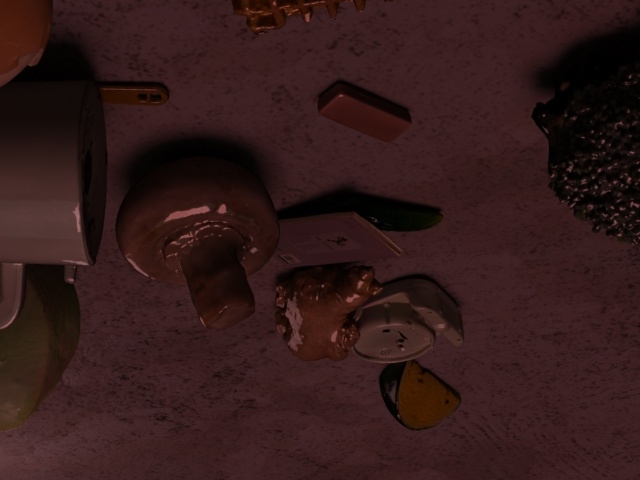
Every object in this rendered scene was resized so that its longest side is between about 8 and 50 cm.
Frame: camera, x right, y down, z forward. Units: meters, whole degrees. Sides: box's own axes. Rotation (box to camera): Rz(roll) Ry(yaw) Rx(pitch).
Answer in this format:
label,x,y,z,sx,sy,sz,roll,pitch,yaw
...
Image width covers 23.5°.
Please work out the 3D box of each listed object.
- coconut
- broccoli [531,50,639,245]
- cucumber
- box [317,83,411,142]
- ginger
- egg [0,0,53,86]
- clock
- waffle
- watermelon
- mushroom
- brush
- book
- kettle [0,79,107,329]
label,x,y,z,sx,sy,sz,roll,pitch,yaw
coconut,-0.456,0.105,1.883,0.328,0.328,0.281,18,104,-33
broccoli,0.377,-0.126,1.781,0.247,0.263,0.243,21,-176,20
cucumber,0.083,-0.032,2.001,0.168,0.039,0.039,8,147,-24
box,0.052,-0.151,1.809,0.115,0.025,0.048,19,137,-34
ginger,0.002,0.089,2.140,0.137,0.074,0.213,21,144,-1
egg,-0.356,-0.239,1.437,0.201,0.201,0.244,-5,137,0
clock,0.103,0.126,2.243,0.191,0.062,0.151,-19,147,23
waffle,0.001,-0.266,1.588,0.161,0.046,0.192,22,141,-36
watermelon,0.151,0.260,2.462,0.092,0.075,0.181,-23,144,21
mushroom,-0.149,0.005,1.888,0.206,0.209,0.206,1,175,0
brush,-0.281,-0.168,1.744,0.218,0.010,0.082,0,149,-8
book,0.000,0.000,2.025,0.182,0.014,0.127,-7,151,32
kettle,-0.402,-0.053,1.698,0.318,0.205,0.265,0,134,-2
